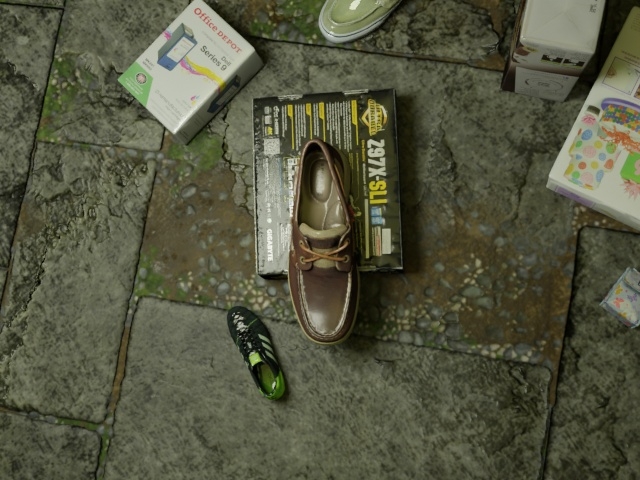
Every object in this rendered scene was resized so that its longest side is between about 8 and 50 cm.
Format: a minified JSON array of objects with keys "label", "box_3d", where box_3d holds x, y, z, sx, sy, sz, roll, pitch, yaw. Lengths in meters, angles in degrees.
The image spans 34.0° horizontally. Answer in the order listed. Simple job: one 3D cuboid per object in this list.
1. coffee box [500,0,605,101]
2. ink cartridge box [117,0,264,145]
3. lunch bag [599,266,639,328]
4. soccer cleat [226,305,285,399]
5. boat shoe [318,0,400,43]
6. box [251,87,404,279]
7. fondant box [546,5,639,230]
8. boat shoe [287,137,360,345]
[{"label":"coffee box","box_3d":[0.379,-0.349,1.705,0.118,0.297,0.168,12,83,6]},{"label":"ink cartridge box","box_3d":[-0.231,-0.305,1.885,0.212,0.093,0.154,-45,79,-2]},{"label":"lunch bag","box_3d":[0.522,0.094,1.753,0.071,0.053,0.083,39,80,9]},{"label":"soccer cleat","box_3d":[-0.112,0.192,1.813,0.060,0.072,0.179,-28,80,3]},{"label":"boat shoe","box_3d":[0.116,-0.472,1.859,0.302,0.094,0.109,-41,79,1]},{"label":"box","box_3d":[0.013,-0.097,1.834,0.257,0.079,0.322,-3,82,6]},{"label":"fondant box","box_3d":[0.560,-0.192,1.763,0.238,0.096,0.330,27,86,10]},{"label":"boat shoe","box_3d":[0.000,0.000,1.721,0.123,0.123,0.342,0,83,8]}]
